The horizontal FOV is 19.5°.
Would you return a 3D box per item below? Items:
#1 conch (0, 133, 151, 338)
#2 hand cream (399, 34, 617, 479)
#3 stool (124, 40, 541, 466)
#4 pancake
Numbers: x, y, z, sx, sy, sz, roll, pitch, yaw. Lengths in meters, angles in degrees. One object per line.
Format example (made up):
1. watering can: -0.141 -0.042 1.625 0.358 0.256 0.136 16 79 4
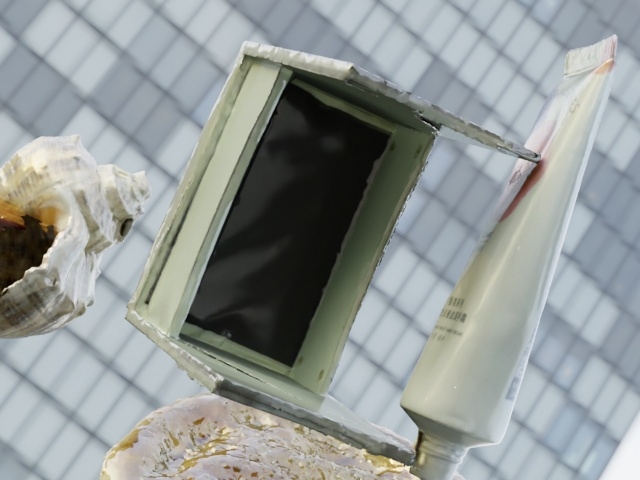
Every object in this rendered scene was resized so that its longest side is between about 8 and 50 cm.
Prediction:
1. conch: -0.298 0.018 1.903 0.159 0.291 0.210 47 19 -47
2. hand cream: 0.135 0.014 1.341 0.078 0.340 0.124 20 -4 -7
3. stool: 0.000 0.000 1.396 0.170 0.243 0.270 23 2 -21
4. pancake: -0.021 0.214 1.609 0.356 0.065 0.356 11 16 -3
